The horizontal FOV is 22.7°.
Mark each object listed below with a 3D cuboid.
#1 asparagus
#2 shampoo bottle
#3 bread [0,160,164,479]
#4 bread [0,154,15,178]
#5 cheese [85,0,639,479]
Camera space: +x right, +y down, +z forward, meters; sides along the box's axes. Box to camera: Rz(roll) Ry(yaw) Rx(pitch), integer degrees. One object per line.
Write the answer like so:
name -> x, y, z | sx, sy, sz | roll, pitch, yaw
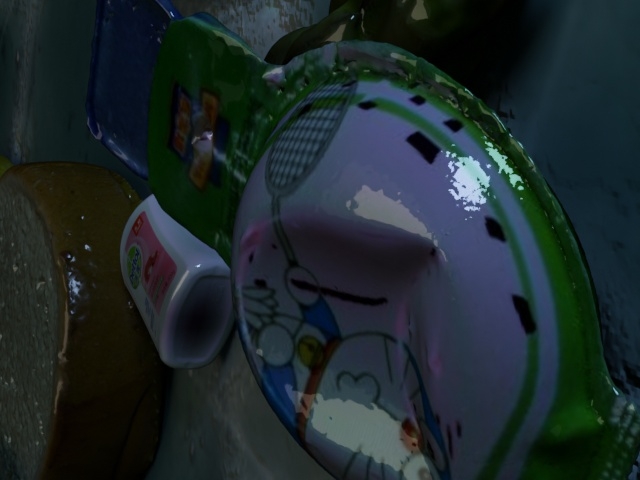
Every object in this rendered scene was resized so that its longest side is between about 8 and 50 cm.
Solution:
asparagus -> 0.026, -0.078, 0.674 | 0.287, 0.080, 0.080 | -42, 51, 47
shampoo bottle -> -0.082, 0.017, 0.902 | 0.099, 0.043, 0.072 | 55, 134, 49
bread -> -0.166, 0.062, 1.034 | 0.236, 0.070, 0.236 | -8, 81, 63
bread -> -0.324, 0.010, 1.238 | 0.197, 0.197, 0.170 | 29, 126, 60
cheese -> 0.000, 0.000, 0.631 | 0.320, 0.083, 0.204 | 39, 135, 31
